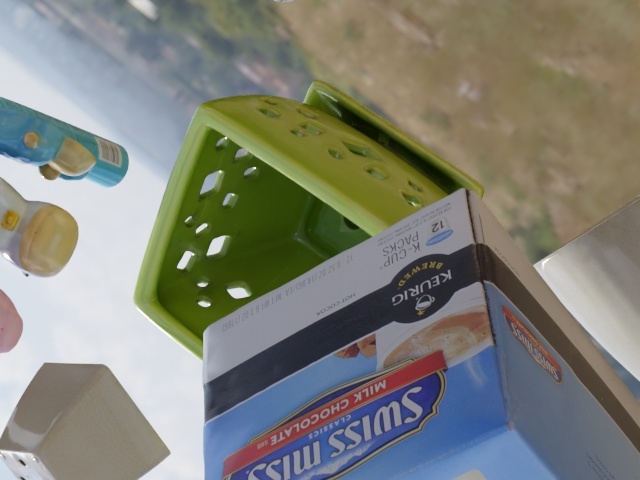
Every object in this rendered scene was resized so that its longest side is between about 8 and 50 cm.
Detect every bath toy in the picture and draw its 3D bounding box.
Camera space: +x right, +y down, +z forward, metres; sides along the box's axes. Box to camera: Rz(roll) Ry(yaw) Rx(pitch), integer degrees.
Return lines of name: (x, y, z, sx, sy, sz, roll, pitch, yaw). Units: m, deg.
bath toy: (-0.337, 0.051, 1.613, 0.151, 0.348, 0.129, 25, 168, 11)

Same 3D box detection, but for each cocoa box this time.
cocoa box: (0.106, 0.188, 1.171, 0.347, 0.231, 0.228, 49, -156, -34)

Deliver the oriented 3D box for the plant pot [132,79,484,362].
plant pot: (0.000, 0.000, 1.516, 0.228, 0.227, 0.207, 34, -147, 19)

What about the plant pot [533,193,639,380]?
plant pot: (0.405, 0.071, 1.801, 0.274, 0.256, 0.256, 57, 179, 3)

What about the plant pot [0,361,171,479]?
plant pot: (-0.219, 0.181, 1.506, 0.109, 0.096, 0.109, -3, 127, 50)

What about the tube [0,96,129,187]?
tube: (-0.291, -0.109, 1.859, 0.080, 0.052, 0.207, 48, -167, 33)
